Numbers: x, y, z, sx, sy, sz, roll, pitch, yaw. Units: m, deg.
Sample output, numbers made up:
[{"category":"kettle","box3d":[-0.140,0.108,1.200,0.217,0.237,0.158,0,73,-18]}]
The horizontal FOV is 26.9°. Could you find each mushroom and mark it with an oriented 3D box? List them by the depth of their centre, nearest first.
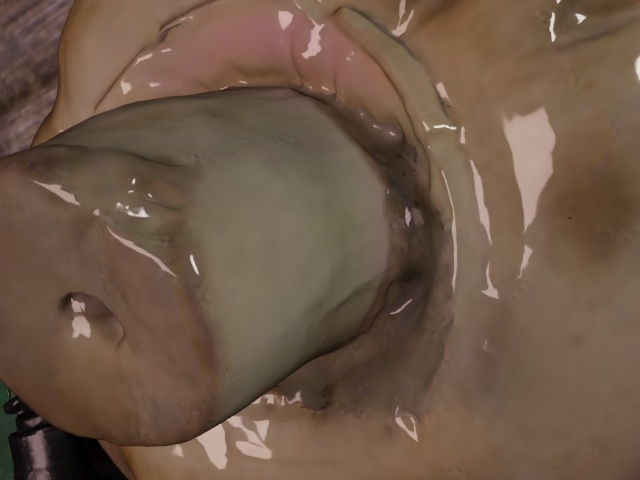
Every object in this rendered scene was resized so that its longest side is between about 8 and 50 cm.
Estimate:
[{"category":"mushroom","box3d":[0.011,0.001,0.599,0.353,0.353,0.325,32,144,24]}]

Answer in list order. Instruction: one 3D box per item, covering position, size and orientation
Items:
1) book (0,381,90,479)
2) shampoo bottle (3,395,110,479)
[{"category":"book","box3d":[-0.195,0.113,0.898,0.103,0.017,0.135,33,114,23]},{"category":"shampoo bottle","box3d":[-0.148,0.229,0.837,0.101,0.101,0.284,-12,91,33]}]
